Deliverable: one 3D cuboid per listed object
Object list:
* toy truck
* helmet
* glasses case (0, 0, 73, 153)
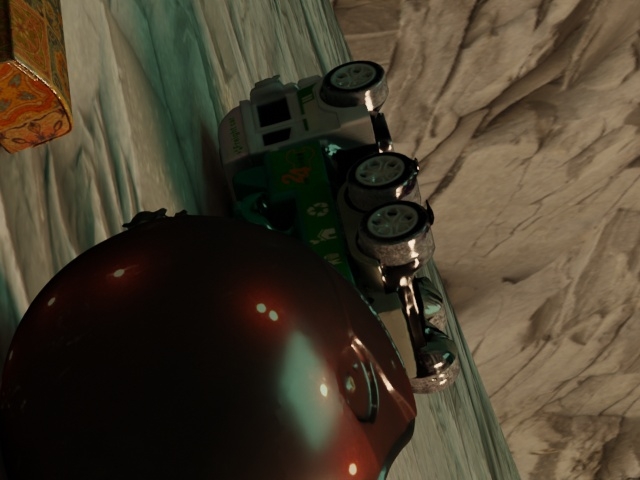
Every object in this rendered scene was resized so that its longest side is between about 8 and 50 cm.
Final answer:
[{"bbox_3d":[0.007,-0.003,1.537,0.363,0.178,0.176,-97,175,-53],"label":"toy truck"},{"bbox_3d":[-0.061,0.087,0.906,0.193,0.189,0.216,38,37,-57],"label":"helmet"},{"bbox_3d":[-0.188,-0.160,1.093,0.075,0.049,0.218,61,14,-51],"label":"glasses case"}]
